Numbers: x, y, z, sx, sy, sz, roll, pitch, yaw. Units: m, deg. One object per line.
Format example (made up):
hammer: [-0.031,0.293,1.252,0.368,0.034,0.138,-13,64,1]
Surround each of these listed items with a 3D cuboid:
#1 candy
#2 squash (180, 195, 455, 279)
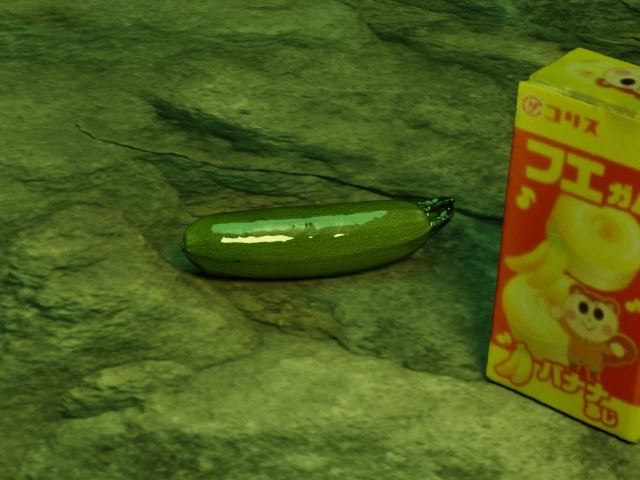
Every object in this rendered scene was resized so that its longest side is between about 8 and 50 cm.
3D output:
candy: [0.219,0.005,1.195,0.146,0.276,0.088,22,36,33]
squash: [0.000,0.000,1.396,0.252,0.066,0.066,-4,30,-11]
